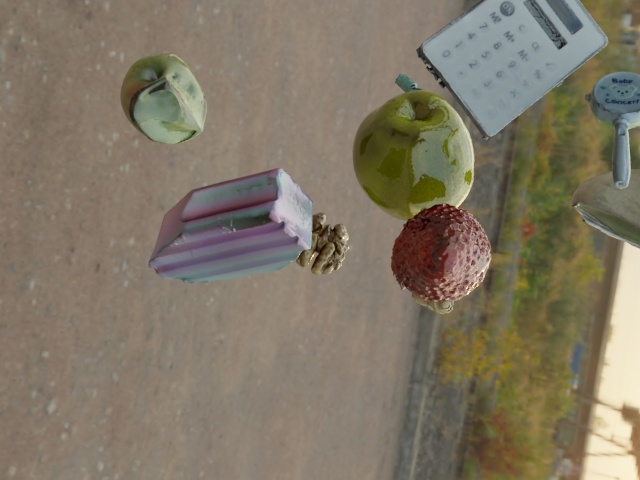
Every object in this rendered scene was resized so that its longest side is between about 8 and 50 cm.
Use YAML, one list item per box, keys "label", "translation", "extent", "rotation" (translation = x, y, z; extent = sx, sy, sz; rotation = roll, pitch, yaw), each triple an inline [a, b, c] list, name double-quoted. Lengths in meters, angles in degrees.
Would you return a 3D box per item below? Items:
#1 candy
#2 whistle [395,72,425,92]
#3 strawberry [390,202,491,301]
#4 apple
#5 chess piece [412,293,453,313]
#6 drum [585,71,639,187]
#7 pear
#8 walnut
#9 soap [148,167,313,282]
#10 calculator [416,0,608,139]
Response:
- label: "candy"
  translation: [0.865, -0.057, 2.177]
  extent: [0.427, 0.386, 0.186]
  rotation: [27, 86, -42]
- label: "whistle"
  translation: [0.263, -0.356, 2.180]
  extent: [0.039, 0.186, 0.039]
  rotation: [-34, 152, -20]
- label: "strawberry"
  translation: [0.235, 0.025, 1.679]
  extent: [0.244, 0.205, 0.205]
  rotation: [-5, 105, -83]
- label: "apple"
  translation: [-0.379, -0.337, 2.074]
  extent: [0.207, 0.173, 0.188]
  rotation: [-64, 148, -25]
- label: "chess piece"
  translation: [0.259, 0.133, 1.961]
  extent: [0.172, 0.060, 0.060]
  rotation: [-159, -102, -79]
- label: "drum"
  translation: [0.530, -0.209, 1.574]
  extent: [0.253, 0.130, 0.049]
  rotation: [-60, 154, -27]
- label: "pear"
  translation: [0.206, -0.177, 1.908]
  extent: [0.294, 0.294, 0.294]
  rotation: [10, 90, -73]
- label: "walnut"
  translation: [0.000, 0.000, 2.052]
  extent: [0.069, 0.143, 0.170]
  rotation: [-60, -176, 47]
- label: "soap"
  translation: [-0.174, -0.015, 1.600]
  extent: [0.193, 0.323, 0.109]
  rotation: [46, 38, -48]
- label: "calculator"
  translation: [0.270, -0.268, 1.182]
  extent: [0.261, 0.161, 0.021]
  rotation: [-39, -178, -19]
